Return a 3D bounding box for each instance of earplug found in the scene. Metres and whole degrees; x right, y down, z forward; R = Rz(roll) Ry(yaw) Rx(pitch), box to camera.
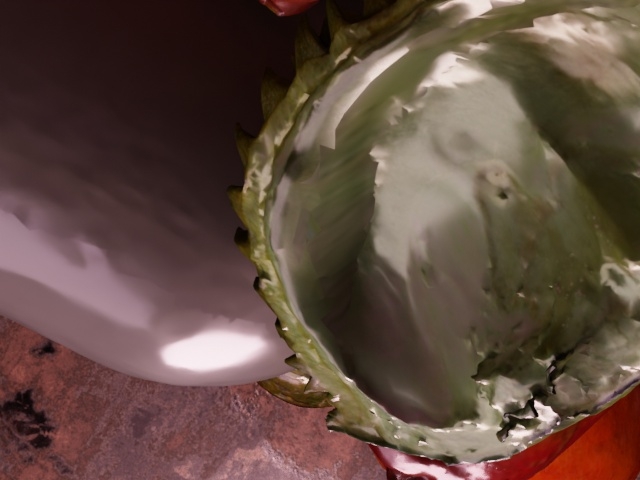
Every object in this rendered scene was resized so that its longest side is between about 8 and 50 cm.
[{"bbox_3d":[-0.121,-0.084,0.828,0.394,0.312,0.312,32,175,-17],"label":"earplug"}]

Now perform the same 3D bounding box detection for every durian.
[{"bbox_3d":[0.085,-0.024,0.589,0.163,0.198,0.394,6,157,-39],"label":"durian"}]

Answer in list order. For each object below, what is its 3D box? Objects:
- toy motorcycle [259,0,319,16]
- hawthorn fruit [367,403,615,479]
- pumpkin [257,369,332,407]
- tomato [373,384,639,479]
[{"bbox_3d":[-0.033,-0.179,0.614,0.171,0.089,0.298,22,171,48],"label":"toy motorcycle"},{"bbox_3d":[0.124,0.099,1.187,0.265,0.307,0.265,26,169,6],"label":"hawthorn fruit"},{"bbox_3d":[0.000,0.000,1.505,0.325,0.242,0.232,54,135,5],"label":"pumpkin"},{"bbox_3d":[0.224,0.178,1.602,0.341,0.273,0.341,11,167,2],"label":"tomato"}]
